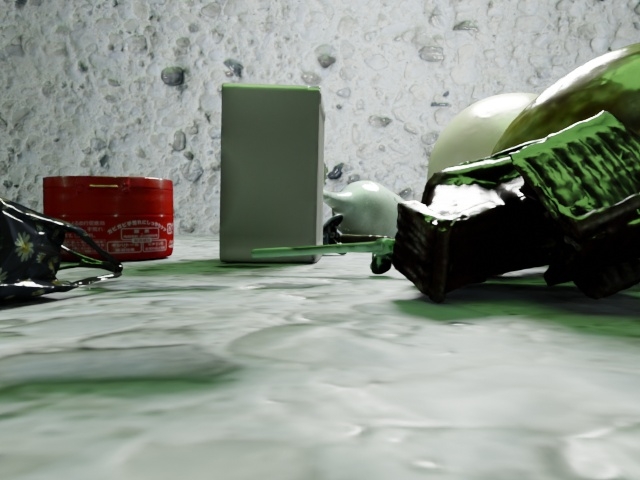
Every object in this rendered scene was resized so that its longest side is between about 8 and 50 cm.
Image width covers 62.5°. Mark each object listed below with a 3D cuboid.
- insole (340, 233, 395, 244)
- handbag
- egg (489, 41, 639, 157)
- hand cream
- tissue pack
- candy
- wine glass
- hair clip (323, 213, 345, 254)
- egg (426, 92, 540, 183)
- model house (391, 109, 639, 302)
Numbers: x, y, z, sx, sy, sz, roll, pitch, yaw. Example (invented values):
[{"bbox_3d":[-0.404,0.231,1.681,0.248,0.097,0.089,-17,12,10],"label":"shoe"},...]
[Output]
[{"bbox_3d":[0.000,0.000,1.058,0.327,0.007,0.111,3,-17,10],"label":"insole"},{"bbox_3d":[-0.213,0.015,0.399,0.115,0.072,0.139,-1,-12,36],"label":"handbag"},{"bbox_3d":[0.321,-0.079,0.553,0.289,0.238,0.238,-10,-1,16],"label":"egg"},{"bbox_3d":[-0.322,-0.034,0.813,0.193,0.126,0.193,1,1,0],"label":"hand cream"},{"bbox_3d":[-0.064,-0.093,0.783,0.135,0.246,0.159,1,1,3],"label":"tissue pack"},{"bbox_3d":[0.068,0.004,0.548,0.287,0.078,0.084,-4,-15,6],"label":"candy"},{"bbox_3d":[0.058,-0.071,1.073,0.143,0.144,0.321,2,-13,43],"label":"wine glass"},{"bbox_3d":[-0.048,0.002,0.974,0.229,0.070,0.039,-8,0,41],"label":"hair clip"},{"bbox_3d":[0.325,-0.112,0.903,0.282,0.283,0.345,0,4,10],"label":"egg"},{"bbox_3d":[0.156,-0.003,0.392,0.203,0.141,0.164,-21,19,16],"label":"model house"}]
